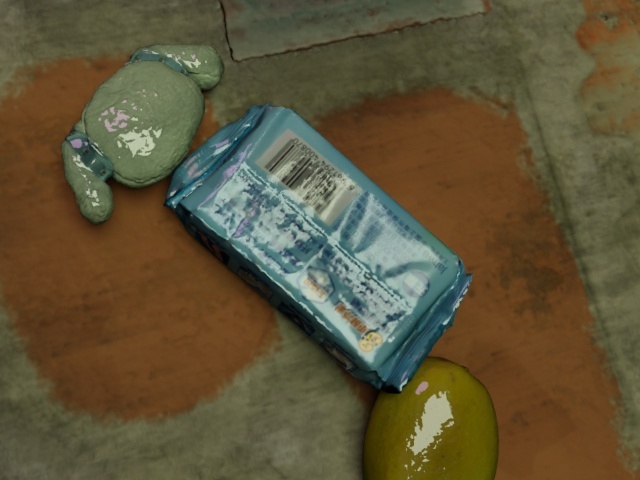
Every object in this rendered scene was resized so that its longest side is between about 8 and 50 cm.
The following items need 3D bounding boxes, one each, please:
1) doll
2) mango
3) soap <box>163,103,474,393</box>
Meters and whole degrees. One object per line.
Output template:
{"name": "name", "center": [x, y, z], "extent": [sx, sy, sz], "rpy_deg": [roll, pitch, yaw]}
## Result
{"name": "doll", "center": [-0.166, -0.111, 0.887], "extent": [0.103, 0.071, 0.214], "rpy_deg": [34, 67, -7]}
{"name": "mango", "center": [0.099, 0.206, 0.887], "extent": [0.130, 0.092, 0.194], "rpy_deg": [24, 75, -10]}
{"name": "soap", "center": [0.000, 0.000, 0.902], "extent": [0.293, 0.077, 0.156], "rpy_deg": [42, 72, 2]}
